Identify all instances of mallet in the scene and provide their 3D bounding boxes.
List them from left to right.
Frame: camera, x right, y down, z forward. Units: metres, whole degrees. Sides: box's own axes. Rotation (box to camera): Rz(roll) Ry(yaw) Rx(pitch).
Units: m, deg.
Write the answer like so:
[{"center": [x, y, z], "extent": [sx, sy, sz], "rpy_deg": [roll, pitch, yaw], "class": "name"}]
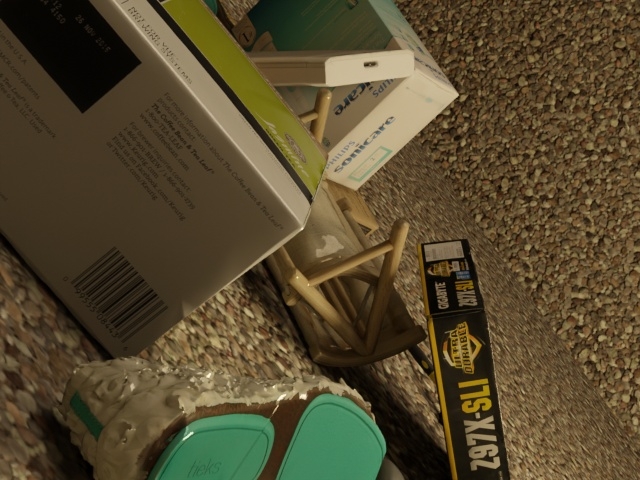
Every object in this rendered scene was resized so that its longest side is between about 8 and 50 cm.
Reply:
[{"center": [0.165, 0.211, 2.047], "extent": [0.190, 0.062, 0.039], "rpy_deg": [43, 3, 42], "class": "mallet"}]

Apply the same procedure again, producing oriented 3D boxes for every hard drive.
[{"center": [-0.057, -0.232, 1.842], "extent": [0.203, 0.308, 0.040], "rpy_deg": [-16, 107, -52], "class": "hard drive"}]

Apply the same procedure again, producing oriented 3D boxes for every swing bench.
[{"center": [0.000, 0.000, 1.714], "extent": [0.254, 0.165, 0.253], "rpy_deg": [77, -14, -52], "class": "swing bench"}]

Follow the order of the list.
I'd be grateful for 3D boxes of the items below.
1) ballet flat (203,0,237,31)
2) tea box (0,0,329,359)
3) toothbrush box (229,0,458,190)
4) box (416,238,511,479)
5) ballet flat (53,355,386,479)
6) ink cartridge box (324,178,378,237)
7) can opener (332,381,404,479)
[{"center": [-0.189, -0.326, 2.134], "extent": [0.348, 0.123, 0.123], "rpy_deg": [44, 15, -28], "class": "ballet flat"}, {"center": [-0.182, -0.111, 1.289], "extent": [0.329, 0.220, 0.323], "rpy_deg": [50, 14, -8], "class": "tea box"}, {"center": [0.027, -0.258, 1.992], "extent": [0.126, 0.216, 0.295], "rpy_deg": [20, 32, -52], "class": "toothbrush box"}, {"center": [0.185, 0.190, 1.740], "extent": [0.257, 0.079, 0.322], "rpy_deg": [-91, 172, -71], "class": "box"}, {"center": [-0.075, 0.156, 1.159], "extent": [0.147, 0.147, 0.409], "rpy_deg": [58, 14, 25], "class": "ballet flat"}, {"center": [-0.042, -0.101, 2.003], "extent": [0.193, 0.088, 0.234], "rpy_deg": [25, 29, -51], "class": "ink cartridge box"}, {"center": [0.040, 0.235, 1.430], "extent": [0.074, 0.093, 0.280], "rpy_deg": [46, 10, -22], "class": "can opener"}]
